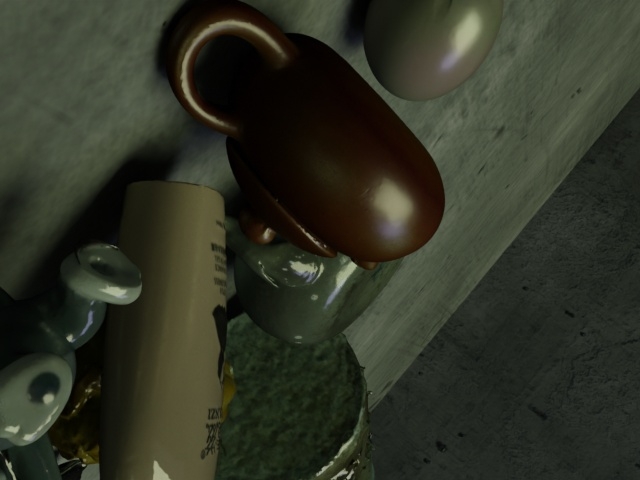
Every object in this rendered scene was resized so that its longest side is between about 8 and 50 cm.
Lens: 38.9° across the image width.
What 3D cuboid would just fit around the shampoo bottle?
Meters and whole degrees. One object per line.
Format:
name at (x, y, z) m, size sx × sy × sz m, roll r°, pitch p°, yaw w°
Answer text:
shampoo bottle at (-0.104, 0.093, 0.599) m, size 0.127 × 0.078 × 0.257 m, roll 61°, pitch 32°, yaw -80°

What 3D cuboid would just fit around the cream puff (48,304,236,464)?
cream puff at (-0.148, 0.123, 0.712) m, size 0.156 × 0.121 × 0.156 m, roll -42°, pitch 166°, yaw -12°

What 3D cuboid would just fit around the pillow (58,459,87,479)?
pillow at (-0.293, 0.294, 0.825) m, size 0.208 × 0.055 × 0.141 m, roll -59°, pitch 168°, yaw 28°

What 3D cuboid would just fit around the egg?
egg at (0.087, -0.172, 0.717) m, size 0.103 × 0.103 × 0.135 m, roll -34°, pitch 159°, yaw -45°

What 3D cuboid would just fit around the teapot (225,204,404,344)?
teapot at (0.000, 0.000, 0.836) m, size 0.193 × 0.129 × 0.294 m, roll -56°, pitch 165°, yaw 19°

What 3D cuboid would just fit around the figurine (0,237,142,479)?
figurine at (-0.213, 0.106, 0.489) m, size 0.265 × 0.140 × 0.193 m, roll -62°, pitch 172°, yaw 5°

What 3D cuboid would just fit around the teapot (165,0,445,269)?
teapot at (-0.015, -0.059, 0.611) m, size 0.135 × 0.178 × 0.252 m, roll -46°, pitch 131°, yaw 4°

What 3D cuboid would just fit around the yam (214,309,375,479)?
yam at (-0.048, 0.229, 1.033) m, size 0.241 × 0.241 × 0.348 m, roll -44°, pitch 158°, yaw -21°
